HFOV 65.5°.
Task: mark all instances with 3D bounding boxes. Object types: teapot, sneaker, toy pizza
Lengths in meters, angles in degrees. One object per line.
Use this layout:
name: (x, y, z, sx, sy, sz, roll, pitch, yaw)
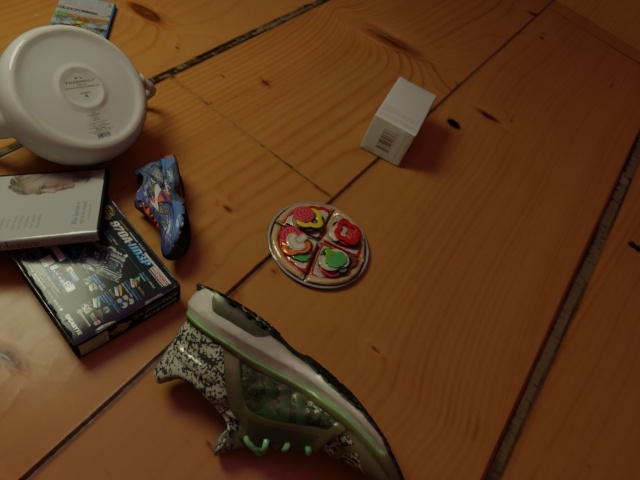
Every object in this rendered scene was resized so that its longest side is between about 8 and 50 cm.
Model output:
teapot: (-0.445, -0.241, 0.889, 0.256, 0.187, 0.252, 26, 67, -33)
sneaker: (-0.281, -0.054, 0.878, 0.087, 0.083, 0.221, -12, 54, -10)
sneaker: (-0.066, 0.248, 0.718, 0.410, 0.158, 0.182, 38, 84, 8)
toy pizza: (0.000, 0.000, 0.952, 0.202, 0.032, 0.201, 9, 53, -13)

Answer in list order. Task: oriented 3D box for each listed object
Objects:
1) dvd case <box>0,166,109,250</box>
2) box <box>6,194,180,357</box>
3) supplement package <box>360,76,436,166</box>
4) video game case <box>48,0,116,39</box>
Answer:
dvd case: (-0.473, -0.051, 0.786, 0.253, 0.022, 0.180, -7, 43, -12)
box: (-0.358, 0.047, 0.785, 0.175, 0.051, 0.220, -33, 70, -34)
supplement package: (0.185, -0.282, 1.172, 0.105, 0.105, 0.179, 28, 52, 3)
video game case: (-0.546, -0.507, 1.144, 0.119, 0.015, 0.166, 6, 54, -15)
